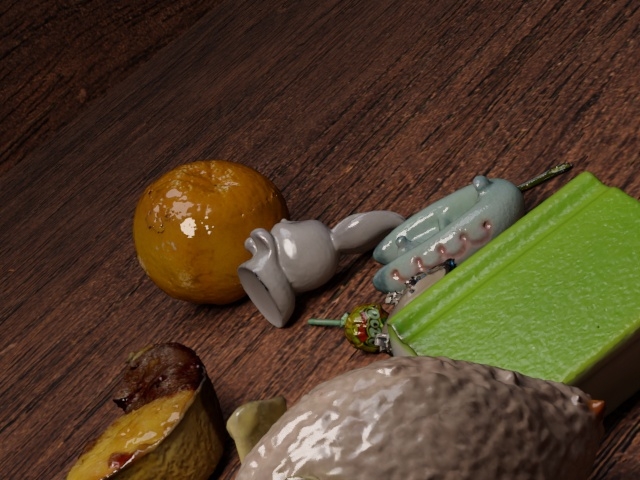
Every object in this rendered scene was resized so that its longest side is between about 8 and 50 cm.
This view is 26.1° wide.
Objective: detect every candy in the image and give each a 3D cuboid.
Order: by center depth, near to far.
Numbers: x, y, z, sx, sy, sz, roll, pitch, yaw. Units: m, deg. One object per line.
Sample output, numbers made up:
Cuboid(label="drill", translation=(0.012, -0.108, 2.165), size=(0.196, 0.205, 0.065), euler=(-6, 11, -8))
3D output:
Cuboid(label="candy", translation=(0.028, 0.100, 1.644), size=(0.060, 0.060, 0.201), euler=(-39, 15, -19))

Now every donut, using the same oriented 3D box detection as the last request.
Cuboid(label="donut", translation=(-0.169, 0.216, 1.562), size=(0.151, 0.112, 0.295), euler=(-20, 25, 21))

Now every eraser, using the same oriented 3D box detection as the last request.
Cuboid(label="eraser", translation=(0.216, 0.075, 1.295), size=(0.274, 0.092, 0.210), euler=(-36, 42, -10))

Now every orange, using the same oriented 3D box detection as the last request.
Cuboid(label="orange", translation=(-0.150, -0.011, 1.912), size=(0.219, 0.193, 0.219), euler=(12, 19, -4))

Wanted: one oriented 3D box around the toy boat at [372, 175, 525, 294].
Cuboid(label="toy boat", translation=(0.149, -0.014, 1.678), size=(0.207, 0.079, 0.134), euler=(-27, 19, 17))

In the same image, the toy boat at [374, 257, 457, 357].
Cuboid(label="toy boat", translation=(0.107, 0.068, 1.436), size=(0.210, 0.066, 0.084), euler=(116, 171, -63))

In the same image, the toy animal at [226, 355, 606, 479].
Cuboid(label="toy animal", translation=(0.063, 0.207, 1.092), size=(0.358, 0.226, 0.188), euler=(-34, 22, -4))

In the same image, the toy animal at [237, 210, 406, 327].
Cuboid(label="toy animal", translation=(-0.002, 0.001, 1.789), size=(0.221, 0.131, 0.104), euler=(-35, -21, -12))

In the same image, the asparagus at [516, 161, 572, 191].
Cuboid(label="asparagus", translation=(0.240, -0.059, 1.737), size=(0.166, 0.013, 0.016), euler=(-27, 11, 11))
